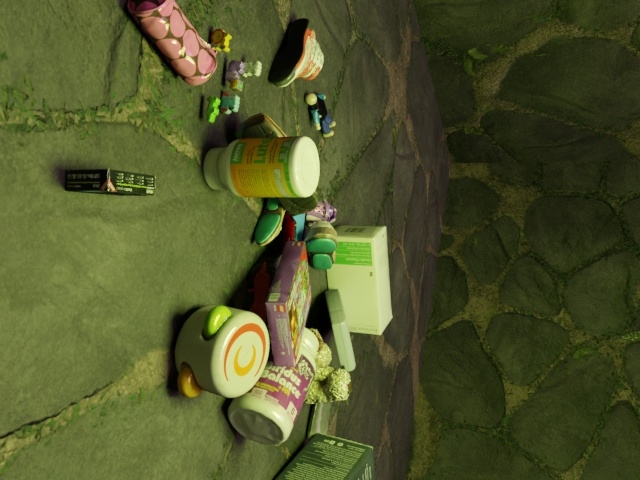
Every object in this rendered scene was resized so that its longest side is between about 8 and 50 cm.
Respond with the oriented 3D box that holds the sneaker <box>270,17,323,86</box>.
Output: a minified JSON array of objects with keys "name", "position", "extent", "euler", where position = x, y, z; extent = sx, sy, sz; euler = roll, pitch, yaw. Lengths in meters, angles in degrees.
[{"name":"sneaker","position":[-0.058,-0.506,1.715],"extent":[0.145,0.090,0.269],"euler":[59,37,-49]}]

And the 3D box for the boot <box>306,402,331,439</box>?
[{"name":"boot","position":[0.022,0.572,2.022],"extent":[0.190,0.076,0.208],"euler":[15,71,-52]}]

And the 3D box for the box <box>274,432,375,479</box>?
[{"name":"box","position":[-0.006,0.824,1.756],"extent":[0.395,0.212,0.293],"euler":[-29,119,-57]}]

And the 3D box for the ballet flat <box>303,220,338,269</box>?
[{"name":"ballet flat","position":[0.000,0.000,1.830],"extent":[0.316,0.108,0.106],"euler":[98,-6,-71]}]

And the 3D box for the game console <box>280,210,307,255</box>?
[{"name":"game console","position":[-0.065,-0.013,1.703],"extent":[0.124,0.085,0.143],"euler":[-128,-141,-56]}]

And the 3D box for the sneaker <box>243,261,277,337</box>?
[{"name":"sneaker","position":[-0.144,0.197,1.559],"extent":[0.125,0.104,0.261],"euler":[57,41,-57]}]

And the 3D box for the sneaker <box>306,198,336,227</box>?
[{"name":"sneaker","position":[-0.020,-0.097,1.826],"extent":[0.236,0.105,0.095],"euler":[21,74,-65]}]

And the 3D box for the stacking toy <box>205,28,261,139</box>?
[{"name":"stacking toy","position":[-0.215,-0.366,1.412],"extent":[0.167,0.052,0.220],"euler":[21,75,-66]}]

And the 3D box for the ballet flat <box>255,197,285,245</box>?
[{"name":"ballet flat","position":[-0.125,-0.063,1.619],"extent":[0.067,0.073,0.206],"euler":[56,43,-51]}]

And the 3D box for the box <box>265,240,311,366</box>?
[{"name":"box","position":[-0.078,0.159,1.546],"extent":[0.293,0.057,0.200],"euler":[-76,164,-58]}]

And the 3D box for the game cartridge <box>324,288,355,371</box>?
[{"name":"game cartridge","position":[0.061,0.278,1.946],"extent":[0.297,0.062,0.197],"euler":[-104,-174,-73]}]

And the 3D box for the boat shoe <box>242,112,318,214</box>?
[{"name":"boat shoe","position":[-0.103,-0.205,1.535],"extent":[0.324,0.123,0.119],"euler":[60,23,-46]}]

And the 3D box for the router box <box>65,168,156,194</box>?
[{"name":"router box","position":[-0.362,-0.100,1.024],"extent":[0.122,0.092,0.038],"euler":[0,93,-67]}]

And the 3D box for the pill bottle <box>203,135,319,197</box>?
[{"name":"pill bottle","position":[-0.138,-0.167,1.352],"extent":[0.136,0.246,0.136],"euler":[2,90,-67]}]

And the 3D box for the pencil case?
[{"name":"pencil case","position":[-0.288,-0.413,1.178],"extent":[0.098,0.095,0.209],"euler":[-46,149,-6]}]

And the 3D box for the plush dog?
[{"name":"plush dog","position":[-0.031,0.380,1.802],"extent":[0.262,0.211,0.225],"euler":[116,-33,-77]}]

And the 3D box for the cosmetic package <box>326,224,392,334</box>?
[{"name":"cosmetic package","position":[0.138,0.137,2.106],"extent":[0.155,0.197,0.365],"euler":[-39,126,-61]}]

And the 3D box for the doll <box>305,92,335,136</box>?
[{"name":"doll","position":[-0.001,-0.412,1.915],"extent":[0.189,0.046,0.128],"euler":[52,44,-57]}]

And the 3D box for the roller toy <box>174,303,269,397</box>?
[{"name":"roller toy","position":[-0.223,0.246,1.318],"extent":[0.191,0.146,0.209],"euler":[14,85,-58]}]

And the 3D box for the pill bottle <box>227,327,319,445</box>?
[{"name":"pill bottle","position":[-0.110,0.371,1.566],"extent":[0.301,0.170,0.169],"euler":[-63,147,-46]}]
